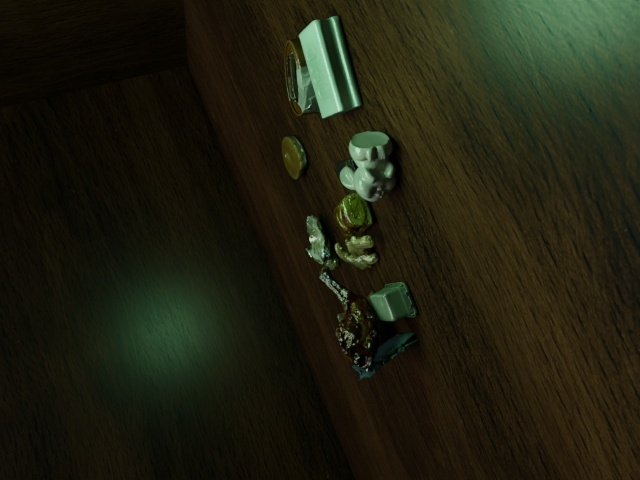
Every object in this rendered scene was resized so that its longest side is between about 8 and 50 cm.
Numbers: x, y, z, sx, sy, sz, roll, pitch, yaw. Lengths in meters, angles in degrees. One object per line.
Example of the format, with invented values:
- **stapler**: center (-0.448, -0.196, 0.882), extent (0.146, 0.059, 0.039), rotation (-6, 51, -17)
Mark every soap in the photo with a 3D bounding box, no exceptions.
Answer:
- **soap**: center (0.028, -0.521, 1.526), extent (0.159, 0.087, 0.266), rotation (15, 123, 69)

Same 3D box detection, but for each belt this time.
- **belt**: center (-0.050, -0.556, 1.705), extent (0.184, 0.105, 0.262), rotation (-127, 27, -49)

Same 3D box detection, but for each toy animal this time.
- **toy animal**: center (0.139, -0.220, 1.457), extent (0.193, 0.127, 0.179), rotation (86, 159, -44)

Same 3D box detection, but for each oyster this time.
- **oyster**: center (0.000, 0.000, 2.196), extent (0.214, 0.083, 0.223), rotation (42, 142, 50)

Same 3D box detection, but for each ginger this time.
- **ginger**: center (0.149, 0.037, 1.777), extent (0.149, 0.065, 0.258), rotation (36, 157, -9)

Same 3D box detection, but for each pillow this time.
- **pillow**: center (0.171, 0.328, 1.848), extent (0.084, 0.236, 0.224), rotation (-20, 96, 40)

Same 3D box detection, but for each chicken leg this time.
- **chicken leg**: center (0.103, 0.256, 1.727), extent (0.096, 0.157, 0.407), rotation (102, 152, -50)

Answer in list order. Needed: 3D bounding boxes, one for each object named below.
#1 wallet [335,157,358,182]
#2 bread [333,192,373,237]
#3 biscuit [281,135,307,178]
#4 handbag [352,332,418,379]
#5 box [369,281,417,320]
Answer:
- **wallet**: center (0.095, -0.244, 1.746), extent (0.156, 0.018, 0.082), rotation (9, 117, 69)
- **bread**: center (0.109, -0.084, 1.735), extent (0.172, 0.103, 0.132), rotation (130, 119, -75)
- **biscuit**: center (-0.112, -0.365, 2.184), extent (0.181, 0.049, 0.208), rotation (64, 162, 17)
- **handbag**: center (0.223, 0.394, 1.714), extent (0.057, 0.221, 0.144), rotation (58, 160, 7)
- **box**: center (0.239, 0.213, 1.683), extent (0.124, 0.092, 0.172), rotation (69, 163, 4)
